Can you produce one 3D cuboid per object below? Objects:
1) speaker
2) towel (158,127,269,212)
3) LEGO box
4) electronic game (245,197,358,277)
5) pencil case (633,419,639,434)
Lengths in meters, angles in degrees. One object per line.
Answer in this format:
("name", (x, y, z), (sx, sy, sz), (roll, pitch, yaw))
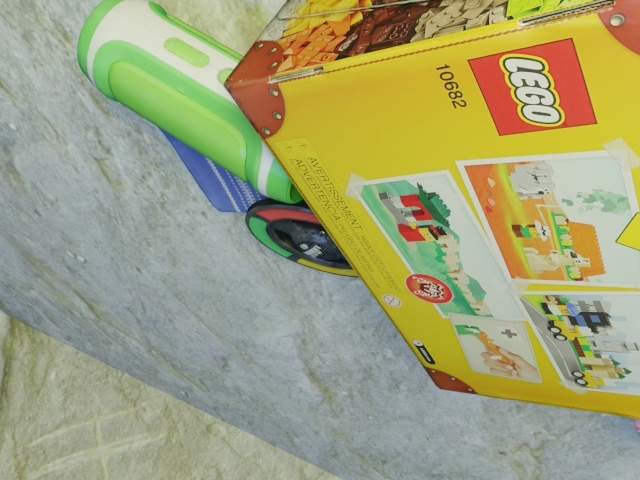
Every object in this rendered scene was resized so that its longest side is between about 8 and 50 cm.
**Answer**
("speaker", (-0.126, -0.161, 0.720), (0.296, 0.131, 0.131), (32, 150, 13))
("towel", (-0.063, -0.107, 0.871), (0.335, 0.040, 0.243), (7, 144, 30))
("LEGO box", (0.211, -0.042, 0.606), (0.372, 0.193, 0.500), (-1, 139, 38))
("electronic game", (0.000, 0.000, 0.930), (0.229, 0.048, 0.229), (16, 160, 6))
("pencil case", (0.509, 0.195, 0.795), (0.124, 0.124, 0.284), (24, 148, 6))
